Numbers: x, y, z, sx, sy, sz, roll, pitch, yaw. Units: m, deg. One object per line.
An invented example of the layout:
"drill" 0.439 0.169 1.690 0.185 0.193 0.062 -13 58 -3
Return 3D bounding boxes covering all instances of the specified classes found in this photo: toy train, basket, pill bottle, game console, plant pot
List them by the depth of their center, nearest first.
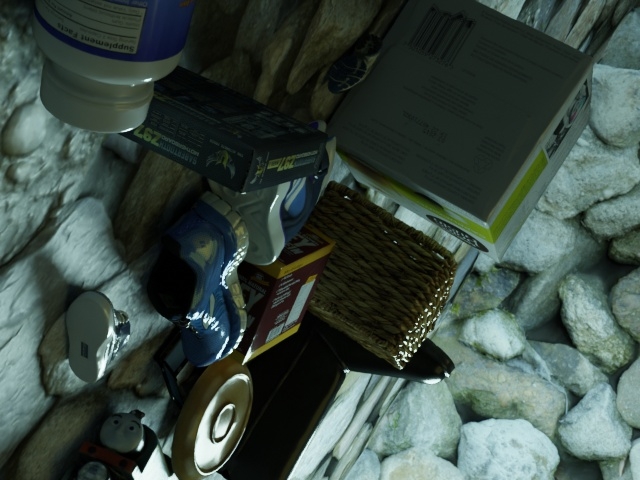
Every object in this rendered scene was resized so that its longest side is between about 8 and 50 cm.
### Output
"pill bottle" -0.195 -0.246 1.098 0.152 0.152 0.272 -35 151 -51
"toy train" -0.325 0.406 1.874 0.334 0.142 0.190 85 27 -57
"game console" -0.229 0.217 1.898 0.107 0.071 0.122 -52 162 -16
"plant pot" -0.180 0.314 1.978 0.236 0.032 0.236 -47 148 -43
"basket" 0.091 0.070 2.133 0.223 0.299 0.213 -56 161 -9

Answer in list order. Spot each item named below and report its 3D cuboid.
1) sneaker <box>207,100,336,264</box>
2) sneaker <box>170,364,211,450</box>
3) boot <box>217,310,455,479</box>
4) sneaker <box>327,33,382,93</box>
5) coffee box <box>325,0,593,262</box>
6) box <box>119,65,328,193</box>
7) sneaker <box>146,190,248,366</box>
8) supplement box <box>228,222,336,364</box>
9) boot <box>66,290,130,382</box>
"sneaker" -0.062 -0.140 1.709 0.323 0.130 0.236 89 25 -49
"sneaker" -0.207 0.304 2.088 0.086 0.085 0.237 -8 124 -58
"boot" 0.002 0.332 2.240 0.445 0.367 0.146 -54 150 -14
"sneaker" 0.058 -0.280 1.883 0.135 0.052 0.058 -48 164 -28
"coffee box" 0.261 -0.208 2.067 0.338 0.337 0.334 -57 163 -4
"box" -0.133 -0.134 1.315 0.183 0.232 0.059 -21 133 -63
"sneaker" -0.200 0.078 1.710 0.147 0.130 0.330 -33 145 -31
"supplement box" -0.102 0.070 1.901 0.191 0.129 0.194 -26 143 -59
"boot" -0.301 0.113 1.566 0.086 0.069 0.190 -52 171 -40
